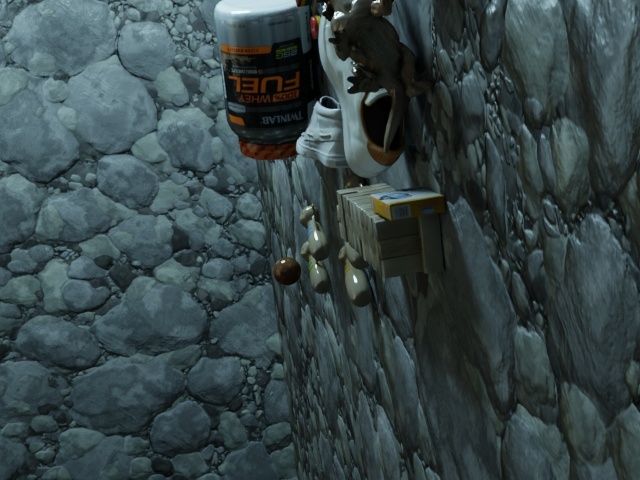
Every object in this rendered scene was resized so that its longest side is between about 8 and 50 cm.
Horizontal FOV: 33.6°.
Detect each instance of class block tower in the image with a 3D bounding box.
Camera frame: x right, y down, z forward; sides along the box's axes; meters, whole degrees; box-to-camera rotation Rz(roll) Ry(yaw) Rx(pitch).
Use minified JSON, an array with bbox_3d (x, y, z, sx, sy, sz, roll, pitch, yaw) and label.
[{"bbox_3d":[0.101,-0.022,1.686,0.335,0.097,0.090,-139,40,-74],"label":"block tower"}]

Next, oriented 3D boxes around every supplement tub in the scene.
[{"bbox_3d":[-0.114,-0.361,2.323,0.207,0.207,0.338,-117,19,-63],"label":"supplement tub"}]

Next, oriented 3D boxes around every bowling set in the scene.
[{"bbox_3d":[0.000,0.000,2.044,0.154,0.200,0.287,-106,15,-44],"label":"bowling set"}]

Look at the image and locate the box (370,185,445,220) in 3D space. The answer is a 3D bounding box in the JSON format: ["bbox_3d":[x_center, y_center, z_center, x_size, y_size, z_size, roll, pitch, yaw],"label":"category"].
[{"bbox_3d":[0.123,-0.055,1.545,0.136,0.081,0.028,-143,44,-78],"label":"box"}]

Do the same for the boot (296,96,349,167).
[{"bbox_3d":[0.016,-0.221,2.076,0.258,0.095,0.123,-147,54,-67],"label":"boot"}]

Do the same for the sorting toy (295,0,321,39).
[{"bbox_3d":[-0.033,-0.550,2.141,0.132,0.046,0.274,106,154,-69],"label":"sorting toy"}]

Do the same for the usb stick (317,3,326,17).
[{"bbox_3d":[0.046,-0.333,1.825,0.077,0.045,0.278,52,-167,-40],"label":"usb stick"}]

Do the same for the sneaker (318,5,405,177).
[{"bbox_3d":[0.080,-0.251,1.637,0.123,0.106,0.290,-28,74,63],"label":"sneaker"}]

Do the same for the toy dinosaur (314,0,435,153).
[{"bbox_3d":[0.077,-0.282,1.524,0.200,0.127,0.295,-95,-18,-79],"label":"toy dinosaur"}]
